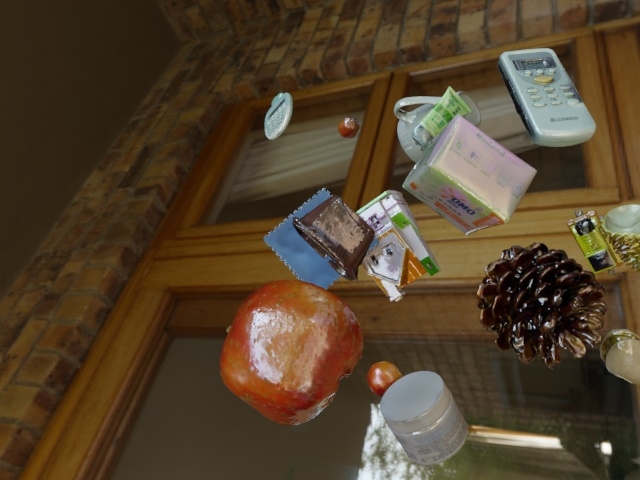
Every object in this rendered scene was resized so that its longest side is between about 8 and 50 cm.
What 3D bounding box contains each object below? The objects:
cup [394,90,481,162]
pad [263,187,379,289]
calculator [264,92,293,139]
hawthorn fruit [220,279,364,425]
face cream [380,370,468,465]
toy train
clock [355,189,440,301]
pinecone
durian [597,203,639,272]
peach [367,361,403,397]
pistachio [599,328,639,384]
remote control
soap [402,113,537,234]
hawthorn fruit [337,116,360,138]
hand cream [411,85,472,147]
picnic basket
[{"bbox_3d":[0.373,-0.400,1.692,0.258,0.234,0.186,28,-123,-27],"label":"cup"},{"bbox_3d":[0.000,0.000,1.583,0.269,0.269,0.012,-39,-20,-10],"label":"pad"},{"bbox_3d":[-0.098,-0.293,1.191,0.021,0.095,0.153,30,-144,-29],"label":"calculator"},{"bbox_3d":[-0.067,0.213,1.010,0.275,0.299,0.276,-40,-43,-51],"label":"hawthorn fruit"},{"bbox_3d":[0.258,0.441,1.276,0.153,0.177,0.177,60,-148,-16],"label":"face cream"},{"bbox_3d":[0.791,0.009,1.473,0.127,0.089,0.219,-23,-95,-56],"label":"toy train"},{"bbox_3d":[0.226,0.030,1.662,0.166,0.235,0.310,-1,-120,-62],"label":"clock"},{"bbox_3d":[0.545,0.162,1.260,0.242,0.296,0.298,27,-85,-49],"label":"pinecone"},{"bbox_3d":[0.787,-0.011,1.264,0.144,0.139,0.252,53,-139,-2],"label":"durian"},{"bbox_3d":[0.181,0.385,1.397,0.100,0.100,0.101,-4,-90,-65],"label":"peach"},{"bbox_3d":[0.720,0.270,1.200,0.149,0.113,0.113,54,-141,-34],"label":"pistachio"},{"bbox_3d":[0.501,-0.327,1.152,0.056,0.140,0.297,83,-179,-54],"label":"remote control"},{"bbox_3d":[0.297,-0.126,1.049,0.138,0.199,0.182,-54,2,-12],"label":"soap"},{"bbox_3d":[0.116,-0.446,1.993,0.081,0.093,0.081,11,-118,-21],"label":"hawthorn fruit"},{"bbox_3d":[0.336,-0.340,1.448,0.095,0.175,0.046,45,-176,-5],"label":"hand cream"},{"bbox_3d":[0.048,-0.009,1.322,0.222,0.129,0.297,44,177,5],"label":"picnic basket"}]
